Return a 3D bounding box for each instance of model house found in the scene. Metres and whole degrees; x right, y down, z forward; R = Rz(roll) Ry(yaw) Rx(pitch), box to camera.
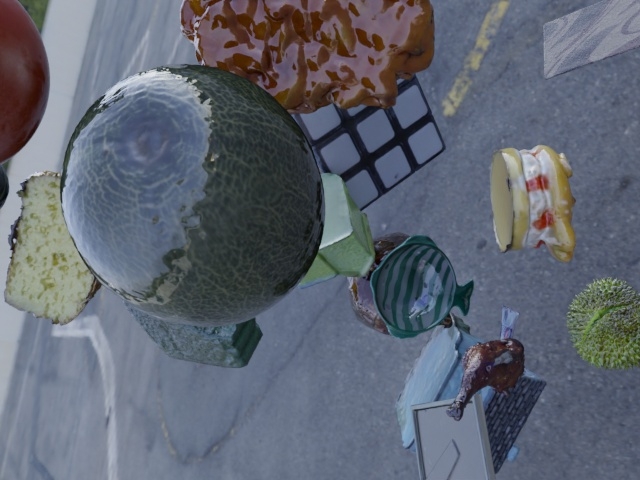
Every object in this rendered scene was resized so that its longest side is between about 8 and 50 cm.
[{"bbox_3d":[0.441,0.440,1.919,0.297,0.339,0.360,-87,22,-80],"label":"model house"},{"bbox_3d":[0.000,0.000,1.467,0.214,0.189,0.195,-25,50,15],"label":"model house"}]

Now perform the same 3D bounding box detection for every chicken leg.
[{"bbox_3d":[0.248,0.198,1.022,0.053,0.205,0.093,-13,86,52],"label":"chicken leg"}]

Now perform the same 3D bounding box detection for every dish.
[{"bbox_3d":[0.202,0.100,1.476,0.078,0.246,0.224,-170,93,-70],"label":"dish"}]

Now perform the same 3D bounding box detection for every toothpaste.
[{"bbox_3d":[0.446,0.227,1.646,0.045,0.028,0.170,29,137,36],"label":"toothpaste"}]

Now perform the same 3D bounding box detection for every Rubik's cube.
[{"bbox_3d":[0.056,-0.279,1.605,0.301,0.304,0.305,-36,30,-12],"label":"Rubik's cube"}]

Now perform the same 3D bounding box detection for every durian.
[{"bbox_3d":[0.533,0.151,1.264,0.198,0.159,0.146,-43,-14,-47],"label":"durian"}]

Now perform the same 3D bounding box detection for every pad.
[{"bbox_3d":[0.722,-0.538,1.729,0.330,0.004,0.220,-16,50,34],"label":"pad"}]

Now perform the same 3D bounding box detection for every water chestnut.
[{"bbox_3d":[0.199,0.110,1.702,0.244,0.289,0.289,-7,66,24],"label":"water chestnut"}]

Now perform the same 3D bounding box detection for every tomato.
[{"bbox_3d":[-0.551,-0.231,0.968,0.321,0.321,0.321,-43,40,52],"label":"tomato"}]

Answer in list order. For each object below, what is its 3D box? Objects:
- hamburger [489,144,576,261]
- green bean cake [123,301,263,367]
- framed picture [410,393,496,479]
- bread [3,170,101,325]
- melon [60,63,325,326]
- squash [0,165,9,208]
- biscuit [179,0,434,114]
[{"bbox_3d":[0.539,-0.092,1.720,0.261,0.186,0.303,81,-171,-48],"label":"hamburger"},{"bbox_3d":[-0.338,0.199,1.873,0.307,0.300,0.169,6,49,27],"label":"green bean cake"},{"bbox_3d":[0.277,0.456,1.460,0.315,0.024,0.232,137,130,-65],"label":"framed picture"},{"bbox_3d":[-0.435,0.001,1.187,0.147,0.160,0.261,-93,15,-73],"label":"bread"},{"bbox_3d":[-0.114,-0.035,0.668,0.302,0.237,0.237,66,-151,-72],"label":"melon"},{"bbox_3d":[-0.707,-0.134,1.279,0.165,0.252,0.252,-49,17,-18],"label":"squash"},{"bbox_3d":[-0.019,-0.307,0.816,0.110,0.318,0.312,-92,-1,-74],"label":"biscuit"}]
